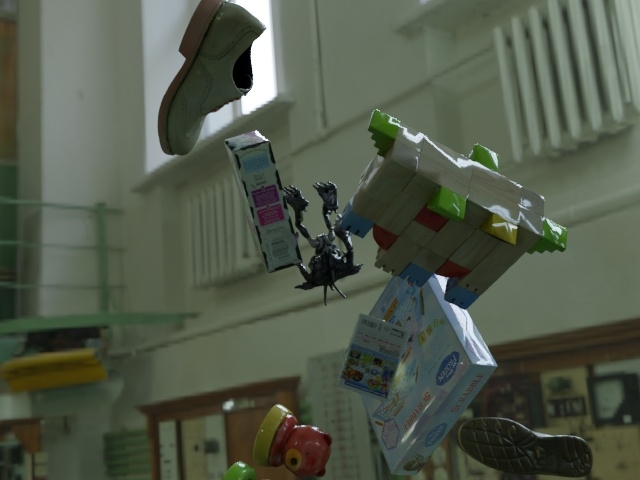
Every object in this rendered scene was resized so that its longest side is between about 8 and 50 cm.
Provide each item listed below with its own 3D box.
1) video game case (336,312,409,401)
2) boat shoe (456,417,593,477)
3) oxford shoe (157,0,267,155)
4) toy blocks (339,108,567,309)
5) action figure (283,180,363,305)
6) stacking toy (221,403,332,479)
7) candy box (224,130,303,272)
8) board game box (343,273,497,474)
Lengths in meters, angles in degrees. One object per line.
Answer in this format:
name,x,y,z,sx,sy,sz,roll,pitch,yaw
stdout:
video game case,0.084,0.188,1.566,0.087,0.122,0.011,20,-10,-7
boat shoe,0.252,0.267,1.235,0.178,0.064,0.060,13,-21,-10
oxford shoe,-0.219,-0.297,1.935,0.146,0.140,0.397,28,-44,0
toy blocks,0.192,-0.028,1.698,0.381,0.191,0.261,26,-43,-11
action figure,0.000,0.000,2.103,0.164,0.141,0.276,-15,-55,-7
stacking toy,-0.087,0.498,1.811,0.130,0.309,0.279,17,29,19
candy box,-0.106,-0.075,1.795,0.071,0.233,0.159,-18,16,-8
board game box,0.183,0.236,1.919,0.065,0.318,0.319,9,-53,-28
